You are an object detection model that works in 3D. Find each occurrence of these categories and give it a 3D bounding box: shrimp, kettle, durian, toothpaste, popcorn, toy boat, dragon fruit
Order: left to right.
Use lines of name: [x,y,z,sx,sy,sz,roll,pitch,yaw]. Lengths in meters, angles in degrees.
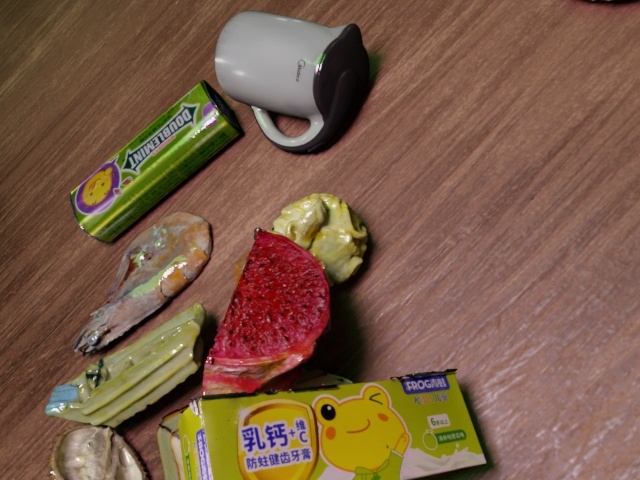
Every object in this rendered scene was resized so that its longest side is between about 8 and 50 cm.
durian: [-0.332,0.343,0.884,0.091,0.148,0.188,-57,23,27]
toy boat: [-0.281,0.203,0.923,0.276,0.084,0.111,-31,18,6]
shrimp: [-0.320,0.068,1.052,0.317,0.062,0.164,-44,48,-2]
shrimp: [-0.084,0.031,0.953,0.091,0.025,0.127,34,90,37]
dragon fruit: [-0.061,0.117,0.755,0.126,0.161,0.274,17,36,-4]
kettle: [-0.046,-0.263,1.015,0.236,0.161,0.221,22,106,34]
popcorn: [0.000,0.000,0.869,0.141,0.162,0.135,41,53,15]
toothpaste: [0.021,0.210,0.627,0.077,0.327,0.110,-48,49,48]

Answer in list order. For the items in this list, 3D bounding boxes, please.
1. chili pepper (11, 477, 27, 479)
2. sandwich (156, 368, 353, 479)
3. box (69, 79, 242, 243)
chili pepper: [-0.433,0.527,0.822,0.213,0.167,0.385,-7,74,44]
sandwich: [-0.060,0.291,0.734,0.155,0.227,0.198,4,103,52]
box: [-0.312,-0.150,1.131,0.345,0.097,0.134,-37,52,9]
